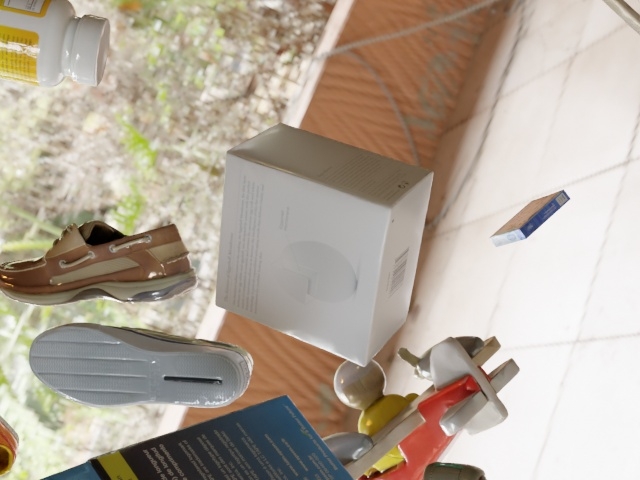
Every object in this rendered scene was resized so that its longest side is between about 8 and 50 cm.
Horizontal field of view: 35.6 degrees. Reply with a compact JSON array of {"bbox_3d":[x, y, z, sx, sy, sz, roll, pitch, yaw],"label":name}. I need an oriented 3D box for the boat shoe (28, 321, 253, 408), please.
[{"bbox_3d":[-0.237,0.170,1.339,0.094,0.302,0.109,-21,-62,-79],"label":"boat shoe"}]

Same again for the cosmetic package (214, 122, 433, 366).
[{"bbox_3d":[0.000,0.000,1.253,0.138,0.224,0.224,-40,-36,-54],"label":"cosmetic package"}]

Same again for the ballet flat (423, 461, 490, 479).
[{"bbox_3d":[0.111,0.300,0.904,0.072,0.068,0.213,-20,-64,-65],"label":"ballet flat"}]

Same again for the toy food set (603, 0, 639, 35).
[{"bbox_3d":[0.394,-0.359,1.015,0.306,0.220,0.092,-55,24,3],"label":"toy food set"}]

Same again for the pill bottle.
[{"bbox_3d":[-0.375,-0.257,1.246,0.117,0.208,0.117,-169,90,-85],"label":"pill bottle"}]

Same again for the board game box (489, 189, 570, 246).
[{"bbox_3d":[0.286,-0.029,1.365,0.090,0.020,0.090,-39,5,-17],"label":"board game box"}]

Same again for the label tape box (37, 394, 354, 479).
[{"bbox_3d":[-0.106,0.320,1.023,0.249,0.347,0.115,48,129,28],"label":"label tape box"}]

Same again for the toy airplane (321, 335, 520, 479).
[{"bbox_3d":[0.136,0.276,1.595,0.384,0.272,0.386,-50,-20,0],"label":"toy airplane"}]

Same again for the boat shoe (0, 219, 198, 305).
[{"bbox_3d":[-0.325,0.026,1.433,0.123,0.324,0.116,-31,-65,-67],"label":"boat shoe"}]

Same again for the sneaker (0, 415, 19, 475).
[{"bbox_3d":[-0.465,0.249,1.338,0.064,0.175,0.067,-28,32,12],"label":"sneaker"}]
